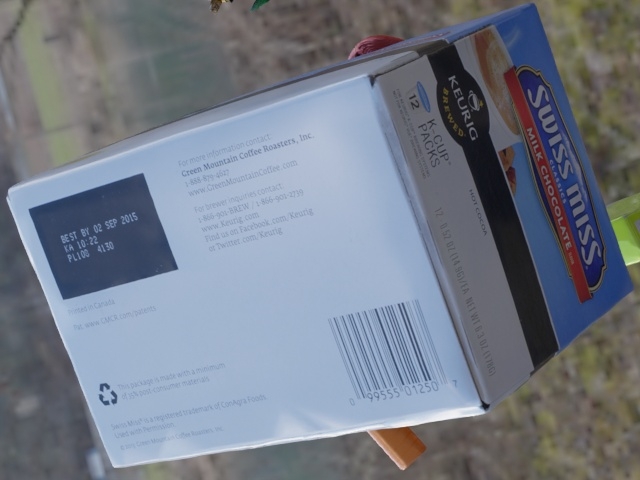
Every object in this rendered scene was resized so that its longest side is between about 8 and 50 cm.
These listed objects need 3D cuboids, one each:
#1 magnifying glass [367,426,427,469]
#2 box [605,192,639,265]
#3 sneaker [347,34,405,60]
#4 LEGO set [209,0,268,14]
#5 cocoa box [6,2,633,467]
[{"bbox_3d":[0.003,0.101,1.521,0.231,0.092,0.026,48,178,3],"label":"magnifying glass"},{"bbox_3d":[0.222,0.000,1.421,0.178,0.109,0.042,-23,93,54],"label":"box"},{"bbox_3d":[0.123,-0.096,1.574,0.221,0.087,0.128,40,-172,11],"label":"sneaker"},{"bbox_3d":[-0.094,-0.330,1.353,0.331,0.255,0.192,43,164,-34],"label":"LEGO set"},{"bbox_3d":[0.000,0.000,1.271,0.228,0.347,0.231,-28,-79,-51],"label":"cocoa box"}]
